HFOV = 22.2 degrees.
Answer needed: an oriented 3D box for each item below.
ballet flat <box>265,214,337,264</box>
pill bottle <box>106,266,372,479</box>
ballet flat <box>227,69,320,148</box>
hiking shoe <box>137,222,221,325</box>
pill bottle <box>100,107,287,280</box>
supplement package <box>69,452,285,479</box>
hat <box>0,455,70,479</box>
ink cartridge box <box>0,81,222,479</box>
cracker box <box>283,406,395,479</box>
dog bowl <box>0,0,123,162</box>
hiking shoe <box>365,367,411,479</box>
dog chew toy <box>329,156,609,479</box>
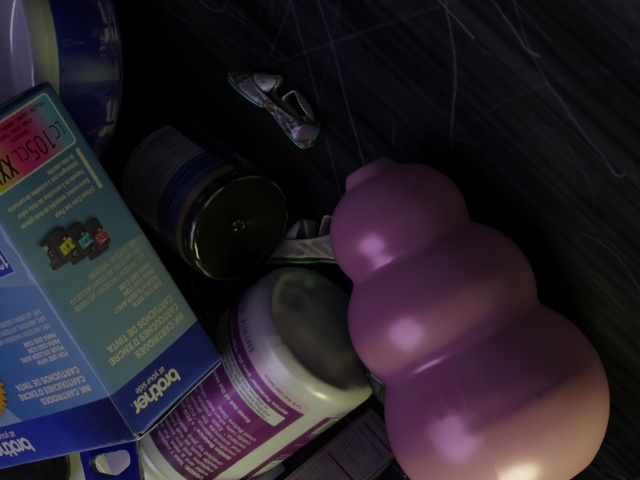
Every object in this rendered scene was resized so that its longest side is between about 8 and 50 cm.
[{"bbox_3d":[0.000,0.000,1.686,0.168,0.057,0.052,0,90,45],"label":"ballet flat"},{"bbox_3d":[-0.093,0.170,1.744,0.301,0.169,0.169,-39,89,32],"label":"pill bottle"},{"bbox_3d":[-0.041,-0.141,1.618,0.114,0.041,0.041,43,144,13],"label":"ballet flat"},{"bbox_3d":[-0.173,0.076,1.887,0.304,0.113,0.132,35,130,13],"label":"hiking shoe"},{"bbox_3d":[-0.142,-0.057,1.709,0.219,0.123,0.123,36,144,44],"label":"pill bottle"},{"bbox_3d":[-0.225,0.260,2.027,0.263,0.198,0.199,51,146,2],"label":"supplement package"},{"bbox_3d":[-0.442,0.187,1.938,0.331,0.134,0.331,32,138,35],"label":"hat"},{"bbox_3d":[-0.283,0.071,1.645,0.270,0.151,0.395,-19,108,46],"label":"ink cartridge box"},{"bbox_3d":[-0.025,0.296,1.799,0.067,0.232,0.156,48,145,9],"label":"cracker box"},{"bbox_3d":[-0.315,-0.193,1.741,0.265,0.104,0.265,18,112,54],"label":"dog bowl"},{"bbox_3d":[0.123,0.158,1.660,0.114,0.086,0.227,4,130,31],"label":"hiking shoe"},{"bbox_3d":[0.120,0.077,1.485,0.206,0.206,0.332,-30,88,55],"label":"dog chew toy"}]
